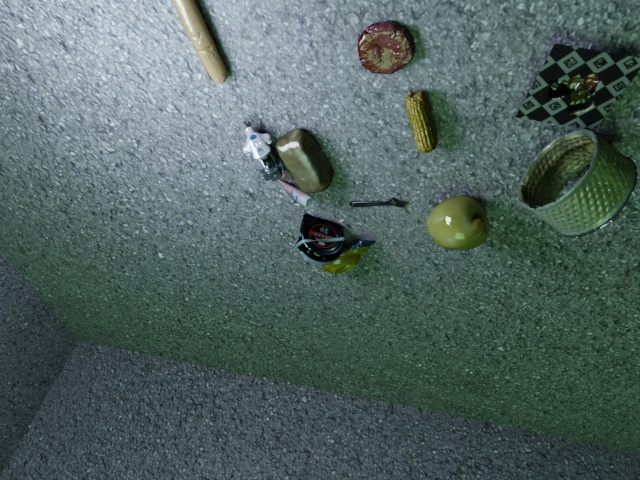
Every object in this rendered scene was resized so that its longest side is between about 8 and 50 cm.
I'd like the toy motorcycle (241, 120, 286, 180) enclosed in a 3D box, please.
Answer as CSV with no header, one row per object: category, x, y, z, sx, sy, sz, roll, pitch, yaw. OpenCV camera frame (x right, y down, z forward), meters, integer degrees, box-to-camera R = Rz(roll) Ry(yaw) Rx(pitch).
toy motorcycle,-0.186,-0.280,1.650,0.102,0.150,0.221,-30,133,1

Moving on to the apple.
apple,0.451,-0.057,1.661,0.199,0.200,0.200,10,142,8

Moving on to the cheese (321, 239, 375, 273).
cheese,0.108,0.067,2.006,0.176,0.069,0.270,1,152,-42

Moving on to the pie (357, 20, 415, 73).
pie,0.169,-0.500,1.322,0.153,0.038,0.154,8,141,7

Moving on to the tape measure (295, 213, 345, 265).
tape measure,0.000,0.004,1.902,0.181,0.181,0.107,17,146,-4

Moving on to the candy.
candy,-0.048,-0.255,1.659,0.104,0.102,0.234,-8,134,27

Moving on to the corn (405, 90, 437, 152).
corn,0.294,-0.338,1.458,0.068,0.068,0.207,-4,135,24

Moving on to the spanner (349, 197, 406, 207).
spanner,0.202,-0.130,1.797,0.208,0.012,0.046,-2,140,22

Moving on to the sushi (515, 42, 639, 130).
sushi,0.643,-0.394,1.278,0.219,0.047,0.231,10,147,1

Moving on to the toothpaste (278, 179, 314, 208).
toothpaste,-0.090,-0.165,1.770,0.194,0.043,0.067,35,165,47

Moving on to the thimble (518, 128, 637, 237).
thimble,0.691,-0.157,1.378,0.149,0.271,0.271,30,141,-15

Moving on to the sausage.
sausage,-0.334,-0.568,1.399,0.065,0.066,0.301,-1,140,22
